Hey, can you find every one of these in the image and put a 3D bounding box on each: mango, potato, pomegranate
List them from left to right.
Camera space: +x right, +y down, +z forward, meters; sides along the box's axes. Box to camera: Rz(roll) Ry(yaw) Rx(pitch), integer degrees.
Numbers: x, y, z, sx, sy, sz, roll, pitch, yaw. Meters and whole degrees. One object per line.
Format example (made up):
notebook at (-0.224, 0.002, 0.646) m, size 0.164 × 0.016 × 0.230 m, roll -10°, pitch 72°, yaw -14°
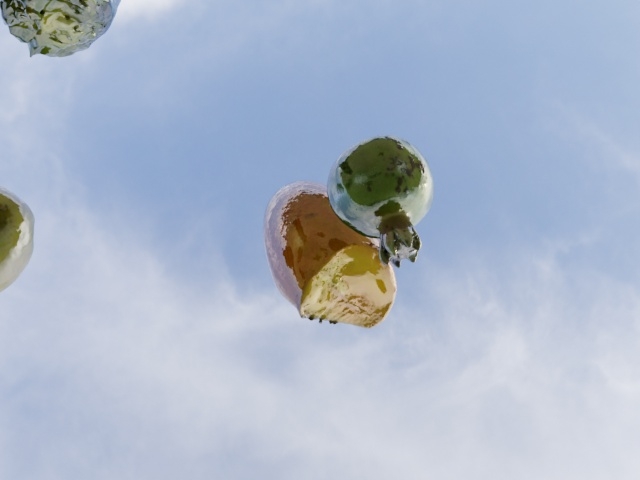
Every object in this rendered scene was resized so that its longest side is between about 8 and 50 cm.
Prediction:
potato at (-0.463, 0.006, 0.925) m, size 0.200 × 0.155 × 0.137 m, roll -22°, pitch -159°, yaw -36°
mango at (0.000, 0.000, 0.970) m, size 0.138 × 0.187 × 0.257 m, roll -50°, pitch -142°, yaw 11°
pomegranate at (0.067, -0.038, 0.742) m, size 0.114 × 0.115 × 0.142 m, roll -13°, pitch -122°, yaw -2°

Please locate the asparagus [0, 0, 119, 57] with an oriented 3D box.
asparagus at (-0.272, -0.264, 0.788) m, size 0.108 × 0.128 × 0.382 m, roll 25°, pitch -161°, yaw -22°
